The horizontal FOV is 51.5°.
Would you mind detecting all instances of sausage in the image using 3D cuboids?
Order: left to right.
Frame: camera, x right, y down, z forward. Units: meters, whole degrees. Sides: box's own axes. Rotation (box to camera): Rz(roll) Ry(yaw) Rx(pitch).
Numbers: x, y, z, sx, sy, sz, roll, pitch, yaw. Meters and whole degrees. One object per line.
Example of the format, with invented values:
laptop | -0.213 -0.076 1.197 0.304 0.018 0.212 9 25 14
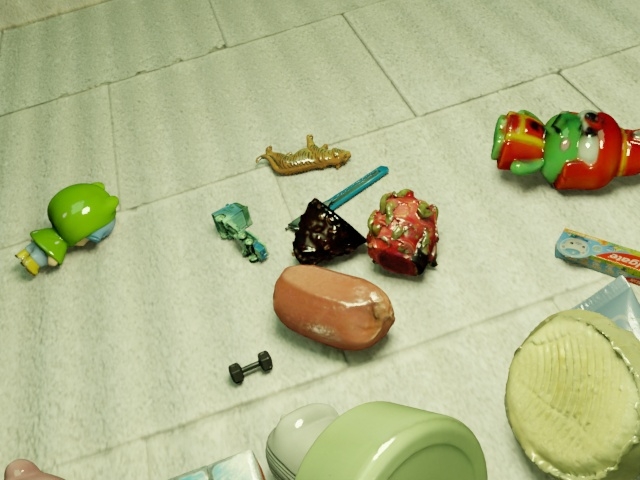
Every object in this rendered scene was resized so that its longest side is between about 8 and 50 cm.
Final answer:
sausage | 0.017 0.128 1.256 0.254 0.148 0.148 22 55 27

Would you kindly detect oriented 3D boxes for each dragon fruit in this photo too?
dragon fruit | 0.176 -0.021 1.353 0.160 0.166 0.172 -22 40 53

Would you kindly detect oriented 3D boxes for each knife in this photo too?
knife | 0.043 -0.100 1.548 0.296 0.026 0.044 -35 37 -19

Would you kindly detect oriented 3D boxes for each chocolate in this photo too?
chocolate | 0.000 0.000 1.410 0.133 0.156 0.156 -49 48 7

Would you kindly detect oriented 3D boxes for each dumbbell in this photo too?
dumbbell | -0.131 0.238 1.249 0.083 0.040 0.036 -22 14 -8

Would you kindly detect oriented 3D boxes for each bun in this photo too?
bun | 0.407 0.239 0.986 0.152 0.259 0.259 9 33 -34

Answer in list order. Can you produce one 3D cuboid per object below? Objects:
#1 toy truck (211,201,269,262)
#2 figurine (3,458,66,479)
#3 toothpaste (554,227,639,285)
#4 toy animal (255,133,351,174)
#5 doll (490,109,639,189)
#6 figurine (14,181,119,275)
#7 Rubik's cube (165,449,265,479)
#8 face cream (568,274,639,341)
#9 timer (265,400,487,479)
toy truck | -0.167 -0.021 1.493 0.081 0.067 0.175 -37 49 -23
figurine | -0.451 0.448 1.029 0.173 0.173 0.173 -7 45 7
toothpaste | 0.548 0.041 1.270 0.193 0.044 0.070 22 56 31
toy animal | -0.045 -0.210 1.656 0.241 0.057 0.099 -10 45 3
doll | 0.553 -0.192 1.418 0.362 0.160 0.183 5 48 15
figurine | -0.596 -0.029 1.567 0.263 0.143 0.162 -43 45 -13
Rubik's cube | -0.148 0.475 0.866 0.258 0.253 0.256 -22 46 -6
face cream | 0.519 0.240 1.024 0.135 0.086 0.385 -41 50 23
timer | 0.037 0.347 0.973 0.290 0.291 0.315 -41 31 -25
